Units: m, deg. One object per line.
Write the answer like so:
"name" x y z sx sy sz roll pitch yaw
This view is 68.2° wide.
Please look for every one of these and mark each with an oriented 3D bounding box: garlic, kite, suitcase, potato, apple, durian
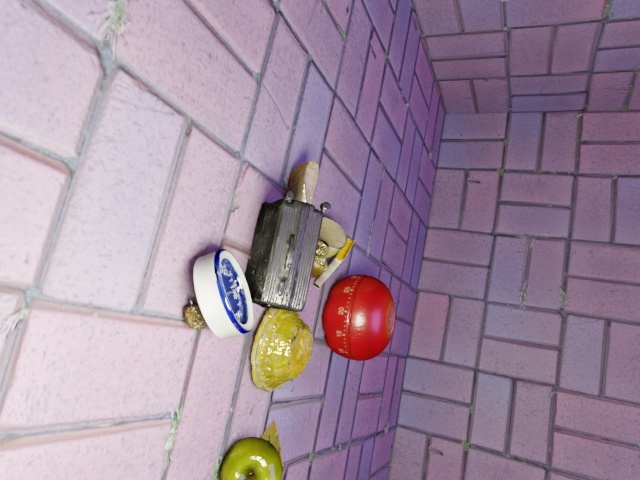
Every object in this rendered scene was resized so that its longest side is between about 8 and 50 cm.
"garlic" -0.066 -0.184 1.656 0.087 0.101 0.195 12 91 -33
"kite" -0.204 0.840 1.698 0.327 0.013 0.377 41 58 -61
"suitcase" -0.112 0.042 1.427 0.152 0.230 0.334 16 78 -24
"potato" 0.000 0.000 1.815 0.117 0.182 0.202 -60 -168 29
"apple" -0.212 0.708 1.455 0.157 0.197 0.196 142 -40 -76
"durian" -0.320 0.190 1.235 0.080 0.080 0.091 -45 123 -54

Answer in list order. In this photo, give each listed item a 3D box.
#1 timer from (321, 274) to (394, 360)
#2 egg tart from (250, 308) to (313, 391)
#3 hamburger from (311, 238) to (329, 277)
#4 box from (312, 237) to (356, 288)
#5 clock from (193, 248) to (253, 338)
"timer" 0.178 0.338 2.092 0.378 0.279 0.377 4 90 -67
"egg tart" -0.118 0.372 1.636 0.341 0.132 0.341 7 90 -66
"hamburger" -0.043 0.074 1.671 0.185 0.159 0.131 21 54 -33
"box" 0.053 0.086 1.883 0.247 0.033 0.129 -53 -177 46
"clock" -0.253 0.142 1.247 0.230 0.083 0.230 -20 90 -87
